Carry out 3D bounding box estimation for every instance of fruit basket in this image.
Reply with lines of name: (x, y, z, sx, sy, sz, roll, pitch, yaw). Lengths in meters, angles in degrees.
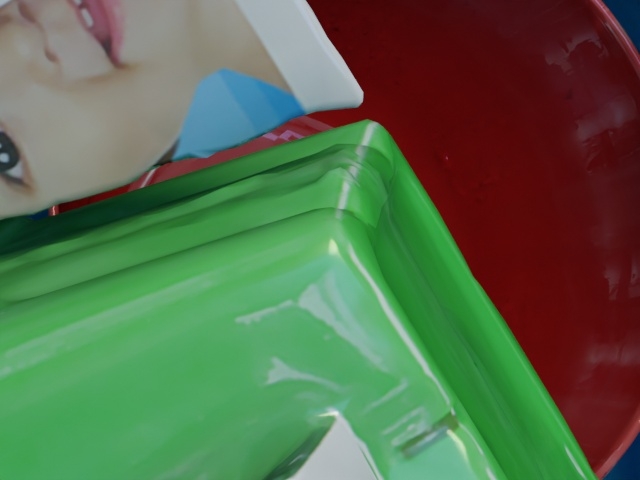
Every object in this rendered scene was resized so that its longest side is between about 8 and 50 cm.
fruit basket: (-0.087, 0.147, 0.409, 0.353, 0.165, 0.327, -30, 99, 5)

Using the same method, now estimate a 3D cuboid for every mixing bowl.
mixing bowl: (0.000, 0.000, 0.553, 0.181, 0.098, 0.181, 4, 79, -22)
